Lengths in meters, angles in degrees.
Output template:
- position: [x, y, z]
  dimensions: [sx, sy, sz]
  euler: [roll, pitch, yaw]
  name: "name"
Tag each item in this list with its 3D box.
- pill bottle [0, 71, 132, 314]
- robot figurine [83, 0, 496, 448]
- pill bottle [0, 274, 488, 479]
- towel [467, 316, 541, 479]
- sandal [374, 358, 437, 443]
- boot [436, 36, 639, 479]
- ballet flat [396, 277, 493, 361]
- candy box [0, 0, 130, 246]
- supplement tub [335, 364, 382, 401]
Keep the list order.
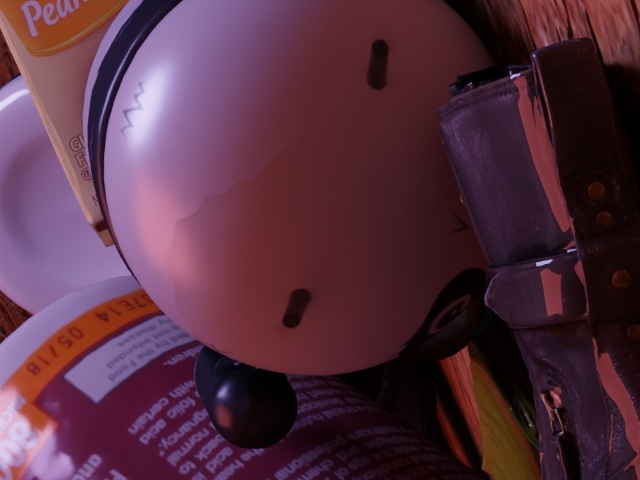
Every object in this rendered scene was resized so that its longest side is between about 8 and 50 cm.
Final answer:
- position: [-0.129, -0.078, 1.393]
  dimensions: [0.334, 0.188, 0.188]
  euler: [-66, -45, -68]
  name: "pill bottle"
- position: [-0.012, -0.042, 0.817]
  dimensions: [0.209, 0.173, 0.278]
  euler: [64, 176, -13]
  name: "robot figurine"
- position: [0.002, 0.195, 0.907]
  dimensions: [0.392, 0.224, 0.224]
  euler: [32, 155, 37]
  name: "pill bottle"
- position: [0.116, 0.127, 1.128]
  dimensions: [0.237, 0.021, 0.102]
  euler: [74, 172, -60]
  name: "towel"
- position: [0.050, 0.170, 1.430]
  dimensions: [0.167, 0.107, 0.446]
  euler: [99, 153, -81]
  name: "sandal"
- position: [0.098, 0.047, 0.667]
  dimensions: [0.263, 0.091, 0.229]
  euler: [126, 125, -80]
  name: "boot"
- position: [0.000, 0.000, 1.094]
  dimensions: [0.342, 0.124, 0.116]
  euler: [-129, 33, -73]
  name: "ballet flat"
- position: [-0.108, -0.178, 1.084]
  dimensions: [0.087, 0.183, 0.316]
  euler: [101, 144, -81]
  name: "candy box"
- position: [-0.028, 0.117, 1.619]
  dimensions: [0.191, 0.191, 0.272]
  euler: [123, 122, -84]
  name: "supplement tub"
